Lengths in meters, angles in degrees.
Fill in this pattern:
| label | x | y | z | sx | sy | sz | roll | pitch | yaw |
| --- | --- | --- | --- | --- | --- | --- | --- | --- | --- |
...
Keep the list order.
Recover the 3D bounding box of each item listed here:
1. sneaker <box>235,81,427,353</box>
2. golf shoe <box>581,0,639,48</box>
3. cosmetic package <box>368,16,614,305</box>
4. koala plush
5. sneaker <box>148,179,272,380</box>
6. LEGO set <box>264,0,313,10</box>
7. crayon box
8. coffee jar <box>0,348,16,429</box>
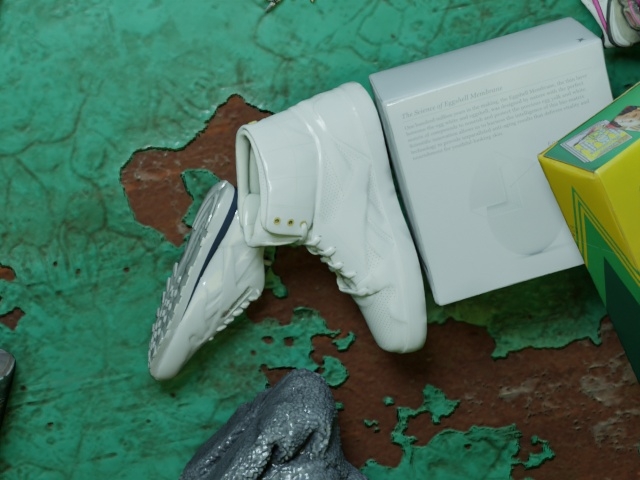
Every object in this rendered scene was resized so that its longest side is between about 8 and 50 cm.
| label | x | y | z | sx | sy | sz | roll | pitch | yaw |
| --- | --- | --- | --- | --- | --- | --- | --- | --- | --- |
| sneaker | 0.000 | 0.000 | 1.574 | 0.169 | 0.108 | 0.292 | -21 | 101 | -24 |
| golf shoe | 0.279 | -0.281 | 1.545 | 0.086 | 0.067 | 0.186 | -22 | 91 | 48 |
| cosmetic package | 0.189 | -0.085 | 1.567 | 0.224 | 0.138 | 0.224 | -16 | 111 | 0 |
| koala plush | -0.007 | 0.275 | 1.652 | 0.221 | 0.196 | 0.203 | 42 | 91 | -11 |
| sneaker | -0.112 | 0.055 | 1.625 | 0.095 | 0.090 | 0.235 | 21 | 107 | -21 |
| LEGO set | -0.043 | -0.262 | 1.553 | 0.083 | 0.023 | 0.054 | -11 | 109 | 0 |
| crayon box | 0.433 | -0.046 | 1.523 | 0.363 | 0.106 | 0.313 | -35 | 114 | -16 |
| coffee jar | -0.386 | 0.208 | 1.645 | 0.079 | 0.096 | 0.184 | 14 | 106 | -6 |
